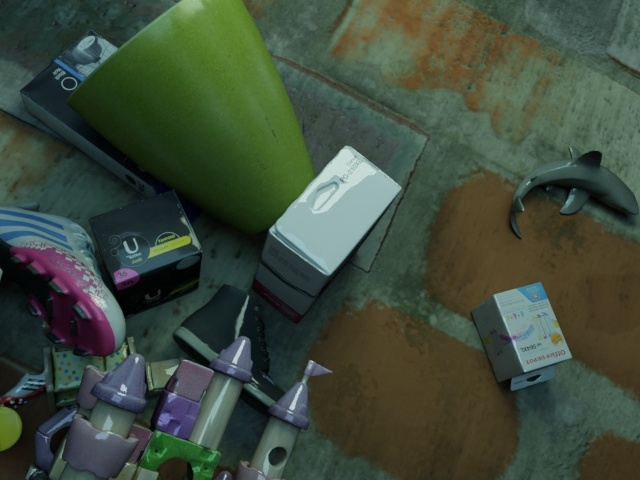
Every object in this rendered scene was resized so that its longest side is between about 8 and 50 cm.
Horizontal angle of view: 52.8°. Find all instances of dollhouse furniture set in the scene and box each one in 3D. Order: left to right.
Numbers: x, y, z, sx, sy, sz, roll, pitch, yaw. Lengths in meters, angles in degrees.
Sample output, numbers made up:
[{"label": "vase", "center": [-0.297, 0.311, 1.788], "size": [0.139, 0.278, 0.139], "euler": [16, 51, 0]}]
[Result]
[{"label": "dollhouse furniture set", "center": [-0.281, 0.128, 0.880], "size": [0.181, 0.101, 0.161], "euler": [-5, 61, -23]}]

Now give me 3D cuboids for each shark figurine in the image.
[{"label": "shark figurine", "center": [0.438, -0.115, 1.140], "size": [0.278, 0.116, 0.166], "euler": [-8, 69, -17]}]

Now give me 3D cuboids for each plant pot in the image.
[{"label": "plant pot", "center": [-0.145, -0.159, 0.906], "size": [0.275, 0.274, 0.294], "euler": [-46, 108, -24]}]

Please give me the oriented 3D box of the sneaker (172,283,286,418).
[{"label": "sneaker", "center": [-0.091, 0.160, 0.925], "size": [0.222, 0.083, 0.118], "euler": [38, 65, 6]}]

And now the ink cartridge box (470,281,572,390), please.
[{"label": "ink cartridge box", "center": [0.317, 0.154, 1.014], "size": [0.092, 0.090, 0.143], "euler": [-12, 71, -17]}]

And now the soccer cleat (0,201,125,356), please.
[{"label": "soccer cleat", "center": [-0.340, 0.029, 0.852], "size": [0.331, 0.116, 0.143], "euler": [28, 37, 28]}]

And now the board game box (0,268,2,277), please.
[{"label": "board game box", "center": [-0.630, 0.085, 0.751], "size": [0.389, 0.050, 0.390], "euler": [26, 61, 33]}]

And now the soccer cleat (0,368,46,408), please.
[{"label": "soccer cleat", "center": [-0.401, 0.200, 0.873], "size": [0.083, 0.029, 0.036], "euler": [-23, 67, -23]}]

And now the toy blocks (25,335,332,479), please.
[{"label": "toy blocks", "center": [-0.158, 0.222, 0.756], "size": [0.288, 0.309, 0.260], "euler": [27, 74, -19]}]

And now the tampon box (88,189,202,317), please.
[{"label": "tampon box", "center": [-0.241, 0.022, 0.906], "size": [0.120, 0.161, 0.102], "euler": [-22, 75, -19]}]

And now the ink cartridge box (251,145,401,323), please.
[{"label": "ink cartridge box", "center": [0.000, 0.000, 0.925], "size": [0.100, 0.237, 0.172], "euler": [38, 66, 5]}]

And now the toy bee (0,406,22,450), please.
[{"label": "toy bee", "center": [-0.478, 0.235, 0.745], "size": [0.195, 0.298, 0.162], "euler": [12, 104, 10]}]

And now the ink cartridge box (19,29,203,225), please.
[{"label": "ink cartridge box", "center": [-0.291, -0.182, 1.033], "size": [0.332, 0.065, 0.165], "euler": [35, 65, 2]}]
